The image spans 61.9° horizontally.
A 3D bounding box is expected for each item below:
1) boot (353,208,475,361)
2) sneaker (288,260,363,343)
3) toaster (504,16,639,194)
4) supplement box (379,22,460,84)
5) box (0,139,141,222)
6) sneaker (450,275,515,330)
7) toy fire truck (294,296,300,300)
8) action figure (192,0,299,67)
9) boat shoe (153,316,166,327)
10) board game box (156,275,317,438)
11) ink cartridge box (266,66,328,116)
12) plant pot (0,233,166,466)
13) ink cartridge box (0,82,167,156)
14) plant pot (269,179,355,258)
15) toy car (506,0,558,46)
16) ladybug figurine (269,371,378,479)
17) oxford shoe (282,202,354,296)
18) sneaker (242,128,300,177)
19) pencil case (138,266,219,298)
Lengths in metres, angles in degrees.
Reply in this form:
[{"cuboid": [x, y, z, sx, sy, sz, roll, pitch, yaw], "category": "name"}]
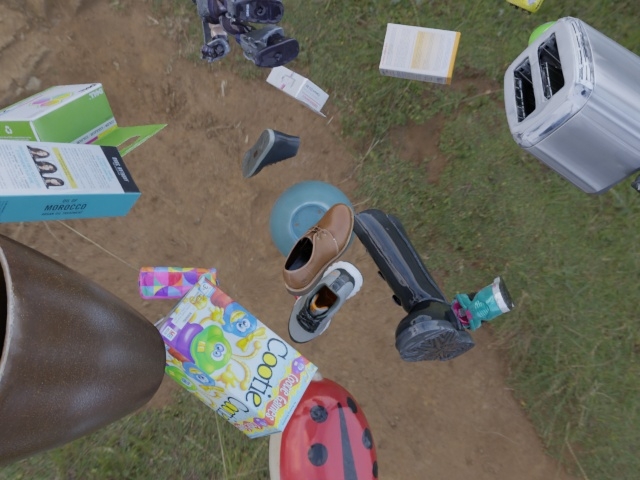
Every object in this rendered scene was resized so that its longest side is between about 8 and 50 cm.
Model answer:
[{"cuboid": [0.209, 0.091, 1.409, 0.146, 0.367, 0.445, -32, 61, 16], "category": "boot"}, {"cuboid": [-0.012, 0.156, 1.241, 0.100, 0.271, 0.108, 42, 38, 9], "category": "sneaker"}, {"cuboid": [0.314, -0.161, 0.648, 0.147, 0.129, 0.227, 25, 52, -17], "category": "toaster"}, {"cuboid": [0.134, -0.252, 0.725, 0.099, 0.036, 0.062, 13, 93, 11], "category": "supplement box"}, {"cuboid": [-0.389, -0.084, 0.754, 0.060, 0.244, 0.100, -44, 70, 31], "category": "box"}, {"cuboid": [0.504, 0.202, 1.670, 0.178, 0.295, 0.123, -26, 79, 20], "category": "sneaker"}, {"cuboid": [-0.003, 0.152, 1.690, 0.192, 0.135, 0.047, -13, 76, 13], "category": "toy fire truck"}, {"cuboid": [-0.148, -0.364, 0.834, 0.099, 0.185, 0.285, -27, 45, -21], "category": "action figure"}, {"cuboid": [-0.357, 0.221, 1.229, 0.066, 0.066, 0.183, 36, 123, -3], "category": "boat shoe"}, {"cuboid": [-0.170, 0.221, 0.988, 0.275, 0.142, 0.144, 41, 53, -10], "category": "board game box"}, {"cuboid": [-0.057, -0.452, 1.609, 0.198, 0.115, 0.067, 40, 102, 37], "category": "ink cartridge box"}, {"cuboid": [-0.271, 0.114, 0.528, 0.215, 0.230, 0.215, -8, 72, 25], "category": "plant pot"}, {"cuboid": [-0.449, -0.218, 0.993, 0.255, 0.188, 0.097, 3, 125, 23], "category": "ink cartridge box"}, {"cuboid": [-0.026, -0.051, 1.688, 0.290, 0.195, 0.290, 0, 93, 0], "category": "plant pot"}, {"cuboid": [0.463, -0.463, 1.088, 0.053, 0.239, 0.224, 5, 89, -31], "category": "toy car"}, {"cuboid": [0.026, 0.566, 1.374, 0.305, 0.162, 0.449, -6, 80, -34], "category": "ladybug figurine"}, {"cuboid": [0.000, 0.000, 0.978, 0.076, 0.076, 0.212, 15, 56, 26], "category": "oxford shoe"}, {"cuboid": [-0.156, -0.256, 1.661, 0.118, 0.222, 0.083, 4, 63, -34], "category": "sneaker"}, {"cuboid": [-0.418, 0.128, 1.587, 0.237, 0.104, 0.104, 3, 84, -16], "category": "pencil case"}]
